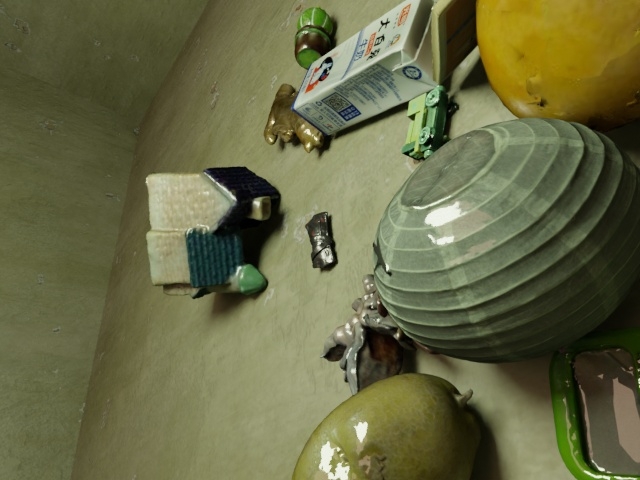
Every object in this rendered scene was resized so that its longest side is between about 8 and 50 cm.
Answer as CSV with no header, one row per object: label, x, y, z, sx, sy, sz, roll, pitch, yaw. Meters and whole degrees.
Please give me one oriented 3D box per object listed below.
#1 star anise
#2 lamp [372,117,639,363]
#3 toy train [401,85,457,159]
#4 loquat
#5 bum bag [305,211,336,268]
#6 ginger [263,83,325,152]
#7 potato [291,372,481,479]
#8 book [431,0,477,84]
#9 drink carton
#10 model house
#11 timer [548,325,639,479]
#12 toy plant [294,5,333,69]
star anise,0.078,0.115,0.643,0.236,0.093,0.229,-48,18,48
lamp,0.176,0.009,0.461,0.265,0.233,0.233,-41,37,2
toy train,0.168,-0.182,0.733,0.081,0.050,0.122,-7,68,59
loquat,0.269,-0.222,0.445,0.235,0.235,0.234,-31,49,44
bum bag,-0.001,0.000,0.892,0.058,0.034,0.124,-31,48,26
ginger,-0.065,-0.294,1.104,0.166,0.080,0.333,-54,37,2
potato,0.078,0.253,0.521,0.251,0.174,0.159,-49,45,4
book,0.205,-0.299,0.588,0.018,0.242,0.170,45,102,9
drink carton,0.088,-0.306,0.854,0.315,0.107,0.130,-8,58,53
model house,-0.231,-0.022,1.096,0.284,0.243,0.298,-1,98,30
timer,0.272,0.148,0.406,0.128,0.047,0.140,-23,55,47
toy plant,-0.015,-0.497,1.129,0.093,0.093,0.162,-24,51,48
